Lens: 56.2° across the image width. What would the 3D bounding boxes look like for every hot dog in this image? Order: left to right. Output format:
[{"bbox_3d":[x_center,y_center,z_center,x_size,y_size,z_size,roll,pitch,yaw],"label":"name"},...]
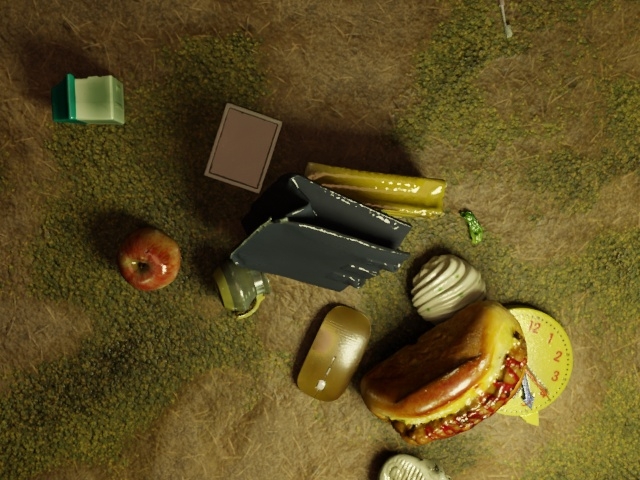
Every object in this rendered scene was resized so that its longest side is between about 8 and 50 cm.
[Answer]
[{"bbox_3d":[0.290,0.321,1.358,0.405,0.223,0.185,-36,113,13],"label":"hot dog"}]

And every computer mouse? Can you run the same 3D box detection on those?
[{"bbox_3d":[0.033,0.281,1.472,0.126,0.056,0.245,25,95,-5],"label":"computer mouse"}]

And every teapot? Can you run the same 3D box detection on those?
[{"bbox_3d":[-0.183,0.114,1.420,0.119,0.130,0.165,-19,130,-16],"label":"teapot"}]

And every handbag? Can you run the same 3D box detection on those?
[{"bbox_3d":[0.000,0.000,1.297,0.329,0.303,0.122,19,64,-21],"label":"handbag"}]

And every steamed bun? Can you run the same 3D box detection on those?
[{"bbox_3d":[0.248,0.636,1.478,0.218,0.144,0.211,12,87,26],"label":"steamed bun"},{"bbox_3d":[0.308,0.121,1.444,0.183,0.106,0.183,0,96,-5],"label":"steamed bun"}]

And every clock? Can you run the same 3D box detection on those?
[{"bbox_3d":[0.488,0.306,1.487,0.277,0.071,0.293,12,95,-4],"label":"clock"}]

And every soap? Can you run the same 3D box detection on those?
[{"bbox_3d":[0.112,-0.108,1.367,0.315,0.199,0.091,7,88,-2],"label":"soap"}]

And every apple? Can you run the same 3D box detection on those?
[{"bbox_3d":[-0.394,0.041,1.389,0.146,0.131,0.146,2,105,9],"label":"apple"}]

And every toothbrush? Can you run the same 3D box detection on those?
[{"bbox_3d":[0.429,-0.579,1.423,0.017,0.014,0.194,-15,96,-1],"label":"toothbrush"}]

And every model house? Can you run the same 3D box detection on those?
[{"bbox_3d":[-0.526,-0.314,1.346,0.149,0.127,0.100,-3,95,-6],"label":"model house"}]

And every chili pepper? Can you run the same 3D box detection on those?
[{"bbox_3d":[0.374,-0.033,1.469,0.034,0.030,0.091,-22,95,25],"label":"chili pepper"}]

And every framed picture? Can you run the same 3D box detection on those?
[{"bbox_3d":[-0.184,-0.219,1.431,0.142,0.011,0.183,18,94,-4],"label":"framed picture"}]
